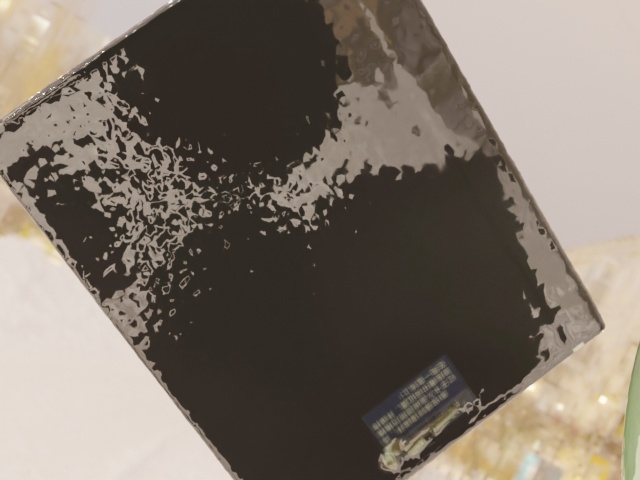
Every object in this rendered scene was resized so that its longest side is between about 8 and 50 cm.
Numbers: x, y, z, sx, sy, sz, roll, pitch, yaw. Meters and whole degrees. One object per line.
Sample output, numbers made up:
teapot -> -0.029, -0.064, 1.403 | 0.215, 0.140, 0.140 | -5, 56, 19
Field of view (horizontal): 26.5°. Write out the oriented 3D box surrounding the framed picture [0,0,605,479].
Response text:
framed picture -> 0.000, 0.000, 0.809 | 0.339, 0.255, 0.014 | 56, -7, -23

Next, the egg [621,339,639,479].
egg -> 0.195, 0.083, 0.366 | 0.270, 0.220, 0.220 | 53, -12, -16
